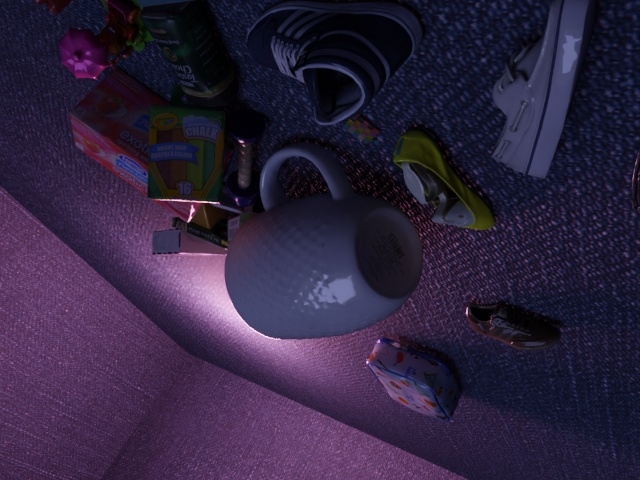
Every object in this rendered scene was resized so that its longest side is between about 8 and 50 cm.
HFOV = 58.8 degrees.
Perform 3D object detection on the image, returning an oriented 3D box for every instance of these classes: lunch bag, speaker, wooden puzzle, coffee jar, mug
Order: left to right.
[{"bbox_3d":[-0.206,-0.304,0.922,0.096,0.079,0.184,16,151,31],"label":"coffee jar"},{"bbox_3d":[-0.191,-0.091,1.322,0.136,0.055,0.055,17,151,30],"label":"speaker"},{"bbox_3d":[0.000,0.000,1.067,0.328,0.276,0.374,-14,98,51],"label":"mug"},{"bbox_3d":[0.065,-0.182,0.917,0.083,0.006,0.049,36,155,-8],"label":"wooden puzzle"},{"bbox_3d":[0.262,0.392,1.614,0.243,0.115,0.303,17,152,34],"label":"lunch bag"}]

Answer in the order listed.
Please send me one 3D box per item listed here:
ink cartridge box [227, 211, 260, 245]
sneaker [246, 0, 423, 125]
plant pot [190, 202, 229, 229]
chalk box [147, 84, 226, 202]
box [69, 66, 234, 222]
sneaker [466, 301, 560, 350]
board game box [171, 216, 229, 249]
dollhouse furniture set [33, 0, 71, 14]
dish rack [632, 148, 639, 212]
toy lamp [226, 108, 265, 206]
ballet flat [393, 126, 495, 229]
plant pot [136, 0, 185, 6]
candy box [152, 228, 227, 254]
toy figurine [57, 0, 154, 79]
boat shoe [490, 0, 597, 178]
[{"bbox_3d":[-0.095,-0.018,1.287,0.209,0.062,0.109,5,171,-32],"label":"ink cartridge box"},{"bbox_3d":[-0.021,-0.234,0.747,0.282,0.153,0.099,12,148,37],"label":"sneaker"},{"bbox_3d":[-0.288,-0.093,1.406,0.081,0.081,0.083,21,140,23],"label":"plant pot"},{"bbox_3d":[-0.242,-0.179,1.045,0.132,0.213,0.132,1,-174,-10],"label":"chalk box"},{"bbox_3d":[-0.353,-0.198,1.202,0.300,0.154,0.142,36,155,-4],"label":"box"},{"bbox_3d":[0.373,0.166,1.125,0.188,0.066,0.071,5,143,44],"label":"sneaker"},{"bbox_3d":[-0.234,-0.015,1.443,0.259,0.136,0.030,21,110,23],"label":"board game box"},{"bbox_3d":[-0.418,-0.475,0.827,0.201,0.152,0.374,39,172,-15],"label":"dollhouse furniture set"},{"bbox_3d":[0.487,-0.037,0.616,0.271,0.074,0.208,15,149,33],"label":"dish rack"},{"bbox_3d":[-0.153,-0.153,1.143,0.080,0.080,0.275,29,152,7],"label":"toy lamp"},{"bbox_3d":[0.189,-0.073,0.888,0.231,0.077,0.077,45,151,-26],"label":"ballet flat"},{"bbox_3d":[-0.144,-0.399,0.590,0.165,0.165,0.234,12,140,36],"label":"plant pot"},{"bbox_3d":[-0.353,0.008,1.574,0.165,0.070,0.196,3,176,-37],"label":"candy box"},{"bbox_3d":[-0.372,-0.335,0.963,0.130,0.159,0.173,36,155,-7],"label":"toy figurine"},{"bbox_3d":[0.241,-0.171,0.642,0.088,0.096,0.267,18,160,19],"label":"boat shoe"}]
